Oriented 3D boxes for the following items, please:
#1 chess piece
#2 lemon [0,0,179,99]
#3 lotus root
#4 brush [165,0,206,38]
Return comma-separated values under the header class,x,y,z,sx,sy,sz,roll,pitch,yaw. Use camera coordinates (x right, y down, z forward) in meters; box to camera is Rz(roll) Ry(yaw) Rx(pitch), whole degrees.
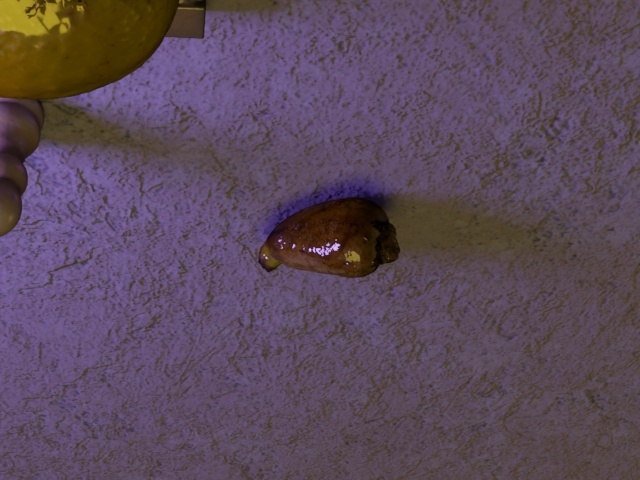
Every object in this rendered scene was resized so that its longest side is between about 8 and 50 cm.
class,x,y,z,sx,sy,sz,roll,pitch,yaw
chess piece,-0.363,-0.082,1.505,0.094,0.170,0.094,0,143,0
lemon,-0.265,-0.252,1.197,0.310,0.257,0.258,-2,144,-4
lotus root,0.000,0.000,1.699,0.191,0.108,0.094,-3,119,22
brush,-0.233,-0.258,1.372,0.234,0.047,0.103,2,144,-5
